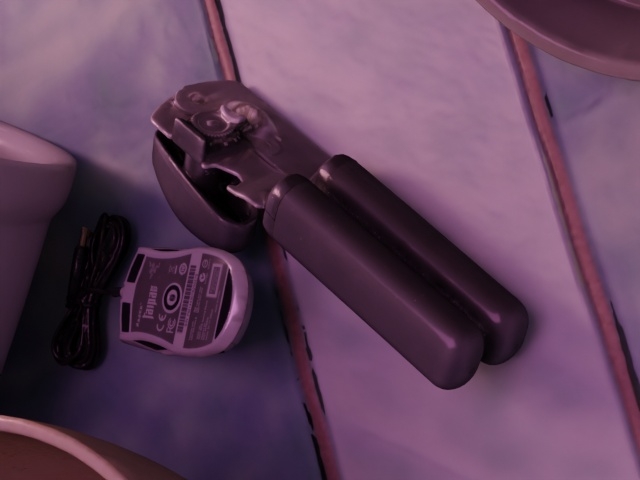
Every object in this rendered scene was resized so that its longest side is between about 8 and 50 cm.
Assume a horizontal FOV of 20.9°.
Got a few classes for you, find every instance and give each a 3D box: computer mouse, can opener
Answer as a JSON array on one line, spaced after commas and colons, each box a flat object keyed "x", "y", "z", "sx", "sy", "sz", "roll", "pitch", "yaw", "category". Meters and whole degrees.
[{"x": -0.098, "y": 0.040, "z": 1.096, "sx": 0.193, "sy": 0.042, "sz": 0.106, "roll": 7, "pitch": 82, "yaw": 48, "category": "computer mouse"}, {"x": 0.000, "y": 0.000, "z": 1.053, "sx": 0.283, "sy": 0.076, "sz": 0.095, "roll": 42, "pitch": 138, "yaw": 28, "category": "can opener"}]

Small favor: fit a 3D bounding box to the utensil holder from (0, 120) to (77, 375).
[{"x": -0.368, "y": 0.082, "z": 1.113, "sx": 0.328, "sy": 0.328, "sz": 0.385, "roll": 22, "pitch": 98, "yaw": 32, "category": "utensil holder"}]

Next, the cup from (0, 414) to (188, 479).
[{"x": -0.120, "y": 0.266, "z": 0.980, "sx": 0.331, "sy": 0.237, "sz": 0.331, "roll": -4, "pitch": 82, "yaw": 30, "category": "cup"}]

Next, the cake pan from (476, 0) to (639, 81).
[{"x": 0.165, "y": -0.227, "z": 0.903, "sx": 0.293, "sy": 0.054, "sz": 0.293, "roll": 21, "pitch": 128, "yaw": 30, "category": "cake pan"}]
